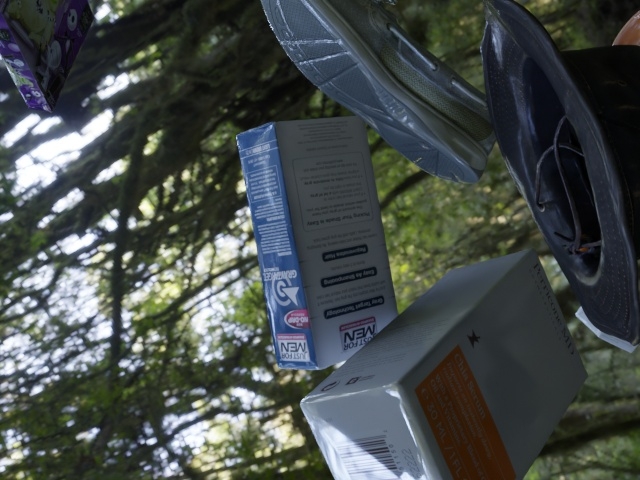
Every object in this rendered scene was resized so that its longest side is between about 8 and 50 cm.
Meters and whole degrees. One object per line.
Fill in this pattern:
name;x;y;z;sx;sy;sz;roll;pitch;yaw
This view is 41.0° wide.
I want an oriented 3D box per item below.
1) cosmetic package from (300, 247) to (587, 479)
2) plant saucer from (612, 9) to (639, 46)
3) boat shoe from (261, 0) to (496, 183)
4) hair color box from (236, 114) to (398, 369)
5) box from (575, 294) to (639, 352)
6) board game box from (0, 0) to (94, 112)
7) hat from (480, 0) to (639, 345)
cosmetic package;0.193;0.203;1.174;0.453;0.161;0.230;-33;-80;-52
plant saucer;0.484;-0.241;1.188;0.037;0.200;0.200;10;-125;-31
boat shoe;0.071;-0.182;0.880;0.320;0.118;0.103;37;-104;-26
hair color box;0.000;0.000;1.249;0.174;0.105;0.347;-11;-89;-39
box;0.573;0.141;1.644;0.101;0.102;0.087;25;-165;-26
board game box;-0.431;-0.374;1.270;0.347;0.056;0.208;88;-169;-64
hat;0.246;-0.083;0.723;0.331;0.134;0.331;-22;-90;-85
